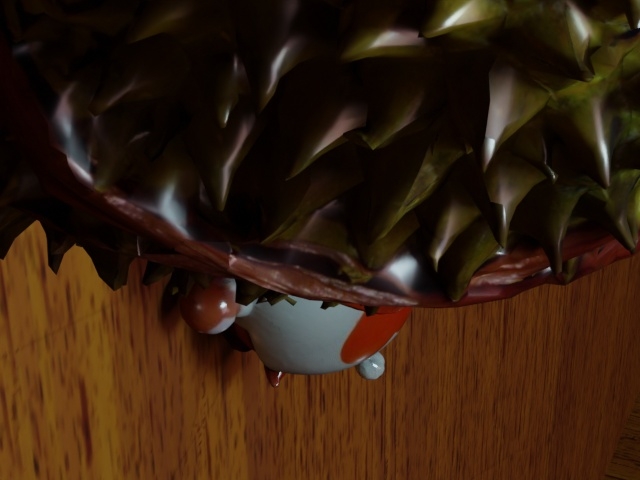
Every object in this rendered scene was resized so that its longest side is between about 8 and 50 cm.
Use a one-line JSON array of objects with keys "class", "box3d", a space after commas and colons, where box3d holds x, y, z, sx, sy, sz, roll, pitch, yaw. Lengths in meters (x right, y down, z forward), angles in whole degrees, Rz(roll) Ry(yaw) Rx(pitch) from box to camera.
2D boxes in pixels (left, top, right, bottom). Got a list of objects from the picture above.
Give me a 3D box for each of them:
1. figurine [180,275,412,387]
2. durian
[{"class": "figurine", "box3d": [0.000, 0.000, 1.066, 0.226, 0.160, 0.183, 90, 21, -59]}, {"class": "durian", "box3d": [0.010, -0.136, 0.520, 0.348, 0.384, 0.347, -8, 103, -33]}]
